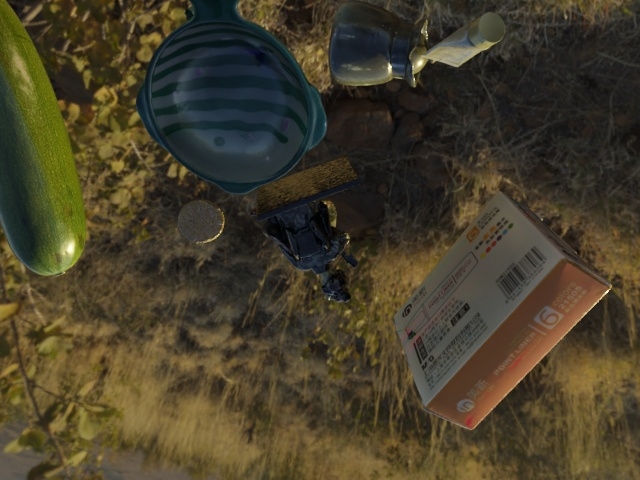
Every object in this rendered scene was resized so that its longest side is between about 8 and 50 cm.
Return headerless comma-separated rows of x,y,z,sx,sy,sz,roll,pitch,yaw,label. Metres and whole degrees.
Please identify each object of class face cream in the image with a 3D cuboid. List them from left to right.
0.346,-0.476,1.277,0.114,0.070,0.224,9,178,-18,face cream

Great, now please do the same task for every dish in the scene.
-0.099,-0.178,0.610,0.223,0.078,0.246,5,125,8,dish

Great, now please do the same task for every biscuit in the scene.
-0.307,-0.050,1.354,0.120,0.120,0.015,19,163,-6,biscuit

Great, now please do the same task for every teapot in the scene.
0.190,-0.518,1.478,0.284,0.224,0.305,14,174,14,teapot

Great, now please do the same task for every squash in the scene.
-0.231,-0.095,0.393,0.066,0.066,0.252,-11,99,30,squash

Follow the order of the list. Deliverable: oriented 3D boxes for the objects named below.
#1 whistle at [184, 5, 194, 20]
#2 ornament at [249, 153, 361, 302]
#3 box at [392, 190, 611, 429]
-0.200,-0.505,1.094,0.039,0.186,0.039,37,154,22,whistle
0.000,0.000,0.809,0.166,0.153,0.196,-19,110,3,ornament
0.228,0.089,0.737,0.091,0.221,0.274,29,113,-17,box
